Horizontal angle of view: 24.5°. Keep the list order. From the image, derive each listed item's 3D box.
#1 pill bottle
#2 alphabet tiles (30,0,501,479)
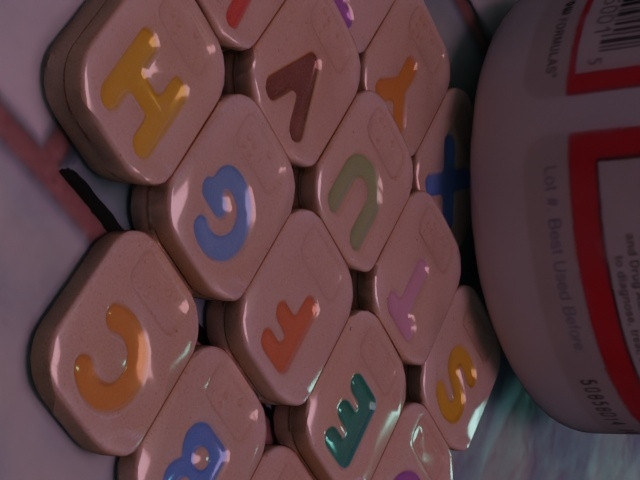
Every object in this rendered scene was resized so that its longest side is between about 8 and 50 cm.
[{"bbox_3d":[0.291,-0.031,0.647,0.229,0.407,0.229,14,74,-58],"label":"pill bottle"},{"bbox_3d":[0.000,0.000,0.579,0.284,0.021,0.278,61,43,-35],"label":"alphabet tiles"}]
